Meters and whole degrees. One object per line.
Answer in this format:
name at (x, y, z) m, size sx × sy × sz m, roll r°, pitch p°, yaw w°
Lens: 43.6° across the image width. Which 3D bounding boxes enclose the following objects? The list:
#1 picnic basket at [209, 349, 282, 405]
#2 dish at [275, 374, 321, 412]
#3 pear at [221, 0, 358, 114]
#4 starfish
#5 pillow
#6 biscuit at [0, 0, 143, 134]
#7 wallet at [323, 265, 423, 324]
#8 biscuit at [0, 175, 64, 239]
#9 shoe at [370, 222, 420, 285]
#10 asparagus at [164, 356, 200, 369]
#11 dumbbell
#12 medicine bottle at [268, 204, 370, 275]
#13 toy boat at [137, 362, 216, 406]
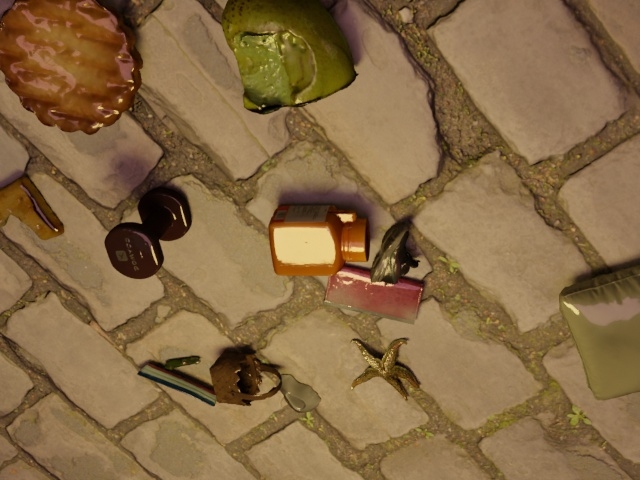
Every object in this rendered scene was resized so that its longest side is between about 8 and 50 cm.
picnic basket at (-0.187, 0.363, 2.082) m, size 0.178 × 0.128 × 0.138 m, roll 8°, pitch 124°, yaw 26°
dish at (-0.067, 0.419, 2.143) m, size 0.091 × 0.039 × 0.137 m, roll -35°, pitch 109°, yaw 25°
pear at (-0.068, -0.406, 1.620) m, size 0.238 × 0.164 × 0.255 m, roll -7°, pitch 116°, yaw 17°
starfish at (0.158, 0.333, 2.057) m, size 0.223 × 0.050 × 0.217 m, roll 43°, pitch 125°, yaw -8°
pillow at (0.708, 0.215, 1.840) m, size 0.255 × 0.120 × 0.322 m, roll -19°, pitch 111°, yaw 18°
biscuit at (-0.542, -0.396, 1.745) m, size 0.325 × 0.107 × 0.326 m, roll 3°, pitch 120°, yaw 5°
wallet at (0.128, 0.130, 1.955) m, size 0.232 × 0.025 × 0.119 m, roll 12°, pitch 121°, yaw 4°
biscuit at (-0.758, -0.063, 2.008) m, size 0.183 × 0.039 × 0.174 m, roll -18°, pitch 116°, yaw 20°
shoe at (0.185, 0.041, 1.874) m, size 0.099 × 0.071 × 0.169 m, roll 20°, pitch 119°, yaw -9°
asparagus at (-0.369, 0.330, 2.161) m, size 0.108 × 0.021 × 0.025 m, roll -11°, pitch 120°, yaw 16°
dumbbell at (-0.394, -0.020, 1.854) m, size 0.124 × 0.225 × 0.140 m, roll -5°, pitch 116°, yaw 16°
medicine bottle at (0.000, 0.000, 1.856) m, size 0.222 × 0.112 × 0.149 m, roll 0°, pitch 118°, yaw 10°
toy boat at (-0.386, 0.391, 2.177) m, size 0.229 × 0.080 × 0.046 m, roll 24°, pitch 86°, yaw 0°
